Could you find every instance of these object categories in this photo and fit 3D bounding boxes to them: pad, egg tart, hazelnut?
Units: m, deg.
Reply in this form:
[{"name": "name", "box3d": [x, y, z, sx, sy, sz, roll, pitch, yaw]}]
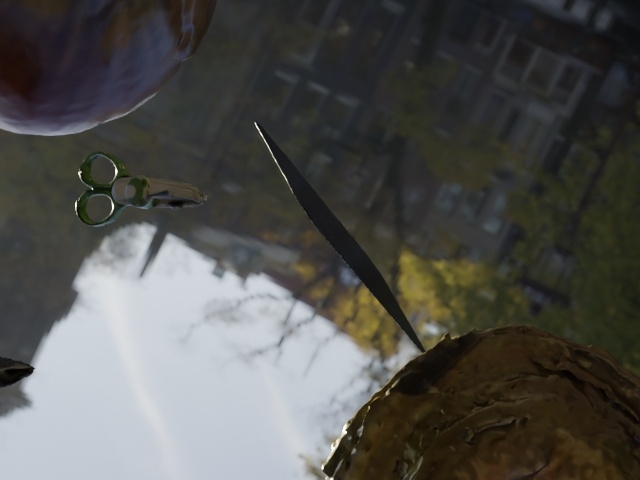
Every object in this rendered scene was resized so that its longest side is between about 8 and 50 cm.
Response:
[{"name": "pad", "box3d": [0.000, -0.001, 2.099, 0.375, 0.063, 0.315, 51, -172, -40]}, {"name": "egg tart", "box3d": [0.171, 0.243, 1.312, 0.352, 0.352, 0.150, 26, 173, -3]}, {"name": "hazelnut", "box3d": [-0.267, -0.267, 1.517, 0.372, 0.315, 0.372, -15, -174, 2]}]

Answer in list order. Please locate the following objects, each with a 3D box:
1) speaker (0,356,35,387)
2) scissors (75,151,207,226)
[{"name": "speaker", "box3d": [-0.450, 0.244, 1.399, 0.180, 0.388, 0.184, 7, 156, 44]}, {"name": "scissors", "box3d": [-0.236, -0.065, 1.979, 0.204, 0.101, 0.027, 4, 180, 31]}]
